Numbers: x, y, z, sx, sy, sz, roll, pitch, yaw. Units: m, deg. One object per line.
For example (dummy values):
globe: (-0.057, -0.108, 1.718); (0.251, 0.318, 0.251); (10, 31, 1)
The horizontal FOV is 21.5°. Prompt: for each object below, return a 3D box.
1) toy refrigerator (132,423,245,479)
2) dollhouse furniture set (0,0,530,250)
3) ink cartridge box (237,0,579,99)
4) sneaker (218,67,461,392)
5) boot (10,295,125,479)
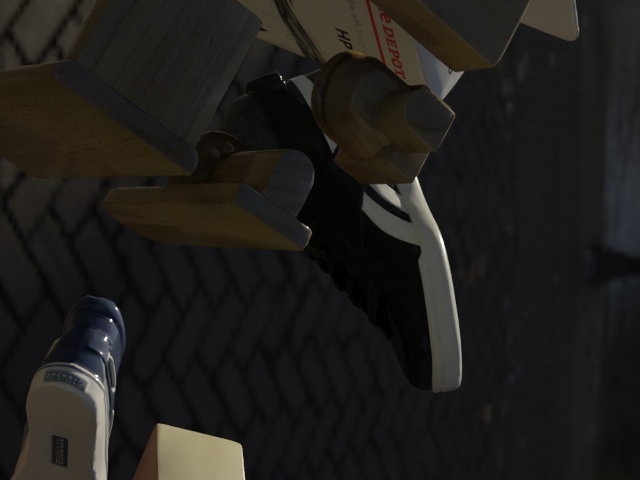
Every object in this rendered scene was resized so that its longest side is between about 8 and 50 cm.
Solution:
toy refrigerator: (-0.111, 0.285, 1.443); (0.269, 0.094, 0.102); (-102, -149, -59)
dollhouse furniture set: (-0.031, -0.077, 0.616); (0.144, 0.123, 0.151); (37, 71, -29)
ink cartridge box: (0.011, -0.123, 0.692); (0.060, 0.180, 0.104); (-53, 150, -22)
sneaker: (0.000, 0.000, 0.941); (0.079, 0.121, 0.217); (86, -9, -56)
boot: (-0.168, 0.126, 1.171); (0.190, 0.069, 0.086); (110, -1, -47)
